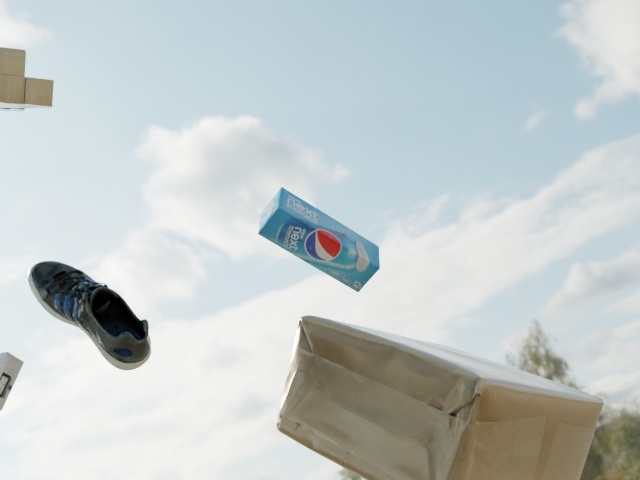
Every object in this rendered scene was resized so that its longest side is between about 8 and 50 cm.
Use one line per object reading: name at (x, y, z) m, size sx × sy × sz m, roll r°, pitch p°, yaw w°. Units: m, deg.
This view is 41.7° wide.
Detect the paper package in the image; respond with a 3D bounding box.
paper package at (0.155, 0.228, 1.102) m, size 0.309 × 0.168 × 0.325 m, roll 16°, pitch -1°, yaw 45°

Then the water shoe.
water shoe at (-0.283, 0.074, 1.049) m, size 0.073 × 0.203 × 0.080 m, roll -39°, pitch -23°, yaw -42°

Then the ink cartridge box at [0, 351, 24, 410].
ink cartridge box at (-0.398, 0.179, 1.013) m, size 0.048 × 0.083 × 0.028 m, roll -11°, pitch -42°, yaw 34°

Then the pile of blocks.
pile of blocks at (-0.576, -0.272, 1.356) m, size 0.362 × 0.113 × 0.149 m, roll 4°, pitch 2°, yaw 15°

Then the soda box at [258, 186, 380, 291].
soda box at (0.000, 0.000, 1.439) m, size 0.210 × 0.071 × 0.067 m, roll 30°, pitch -61°, yaw -17°
